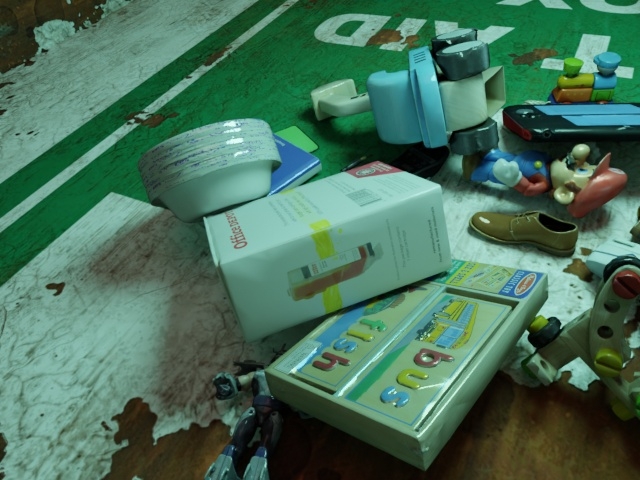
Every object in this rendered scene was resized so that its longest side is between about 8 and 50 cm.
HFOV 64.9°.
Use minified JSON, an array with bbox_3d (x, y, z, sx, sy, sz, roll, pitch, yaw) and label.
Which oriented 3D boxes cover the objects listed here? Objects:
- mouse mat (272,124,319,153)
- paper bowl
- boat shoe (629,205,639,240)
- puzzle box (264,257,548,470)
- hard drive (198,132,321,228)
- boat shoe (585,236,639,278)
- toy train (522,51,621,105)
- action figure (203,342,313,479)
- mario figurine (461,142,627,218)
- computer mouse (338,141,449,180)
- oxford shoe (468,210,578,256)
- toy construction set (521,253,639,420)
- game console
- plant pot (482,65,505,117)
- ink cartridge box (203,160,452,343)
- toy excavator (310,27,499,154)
[{"bbox_3d":[-0.116,-0.250,1.367,0.189,0.007,0.153,-25,47,-17],"label":"mouse mat"},{"bbox_3d":[-0.217,-0.131,1.044,0.283,0.148,0.284,-19,1,0],"label":"paper bowl"},{"bbox_3d":[0.676,-0.061,1.014,0.060,0.064,0.178,26,56,27],"label":"boat shoe"},{"bbox_3d":[0.147,0.144,0.782,0.271,0.052,0.408,9,31,41],"label":"puzzle box"},{"bbox_3d":[-0.183,-0.147,1.241,0.318,0.040,0.210,-38,52,-24],"label":"hard drive"},{"bbox_3d":[0.576,0.048,0.839,0.084,0.095,0.258,-48,32,-5],"label":"boat shoe"},{"bbox_3d":[0.637,-0.407,1.309,0.247,0.144,0.105,1,45,9],"label":"toy train"},{"bbox_3d":[-0.089,0.275,0.774,0.185,0.099,0.285,1,42,17],"label":"action figure"},{"bbox_3d":[0.478,-0.171,1.073,0.320,0.170,0.198,21,77,34],"label":"mario figurine"},{"bbox_3d":[0.170,-0.164,1.206,0.262,0.060,0.184,-37,47,-18],"label":"computer mouse"},{"bbox_3d":[0.410,-0.034,1.021,0.212,0.076,0.076,13,50,23],"label":"oxford shoe"},{"bbox_3d":[0.427,0.199,0.714,0.237,0.257,0.309,-41,14,30],"label":"toy construction set"},{"bbox_3d":[0.631,-0.271,1.140,0.385,0.060,0.342,1,18,10],"label":"game console"},{"bbox_3d":[0.433,-0.404,1.373,0.096,0.109,0.109,19,50,41],"label":"plant pot"},{"bbox_3d":[0.000,0.000,0.930,0.384,0.161,0.279,-18,22,-10],"label":"ink cartridge box"},{"bbox_3d":[0.171,-0.351,1.236,0.444,0.223,0.433,-10,29,13],"label":"toy excavator"}]
